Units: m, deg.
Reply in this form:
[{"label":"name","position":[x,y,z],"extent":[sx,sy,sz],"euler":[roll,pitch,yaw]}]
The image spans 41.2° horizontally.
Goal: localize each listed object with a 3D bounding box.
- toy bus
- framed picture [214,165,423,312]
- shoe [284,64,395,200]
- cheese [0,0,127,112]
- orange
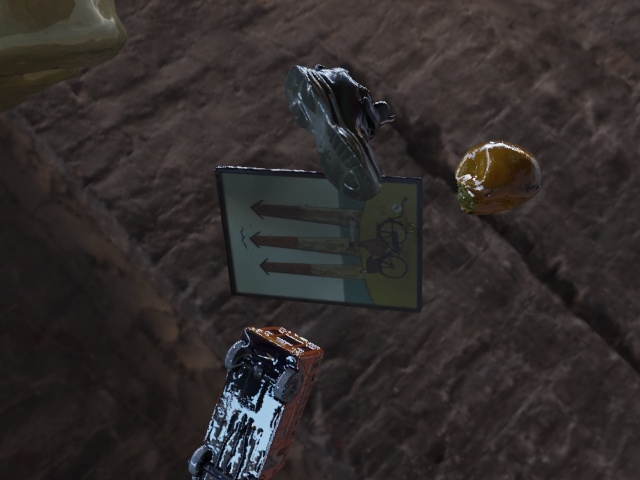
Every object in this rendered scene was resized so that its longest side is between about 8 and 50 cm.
[{"label":"toy bus","position":[-0.115,0.330,1.570],"extent":[0.153,0.143,0.329],"euler":[0,-69,-61]},{"label":"framed picture","position":[0.000,0.000,1.345],"extent":[0.013,0.324,0.244],"euler":[-66,-23,-56]},{"label":"shoe","position":[0.037,-0.127,0.926],"extent":[0.099,0.169,0.071],"euler":[-23,-15,-29]},{"label":"cheese","position":[-0.295,-0.113,0.490],"extent":[0.384,0.104,0.384],"euler":[-10,6,1]},{"label":"orange","position":[0.161,-0.059,0.778],"extent":[0.086,0.062,0.086],"euler":[-5,-12,-1]}]
